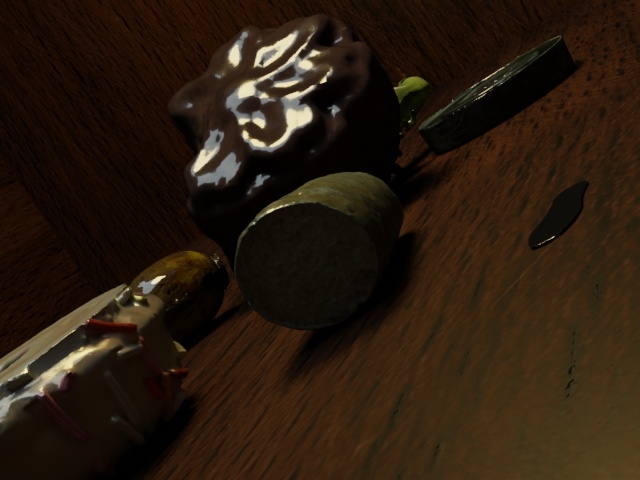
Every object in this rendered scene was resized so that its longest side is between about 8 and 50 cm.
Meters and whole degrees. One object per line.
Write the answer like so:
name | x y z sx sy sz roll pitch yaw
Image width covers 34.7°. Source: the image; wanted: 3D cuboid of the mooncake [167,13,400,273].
mooncake | -0.059 -0.158 1.505 0.350 0.212 0.381 -35 41 4

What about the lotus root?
lotus root | -0.213 0.090 1.439 0.209 0.120 0.120 -39 9 -36

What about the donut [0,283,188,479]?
donut | -0.292 0.189 1.020 0.382 0.142 0.382 -33 8 5

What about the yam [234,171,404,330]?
yam | 0.019 -0.004 1.054 0.133 0.133 0.330 -31 2 17

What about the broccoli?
broccoli | 0.107 -0.202 1.754 0.165 0.145 0.304 19 40 20

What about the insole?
insole | 0.195 -0.023 0.834 0.045 0.002 0.135 -29 8 29

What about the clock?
clock | 0.289 -0.238 1.690 0.280 0.055 0.280 -33 6 4
